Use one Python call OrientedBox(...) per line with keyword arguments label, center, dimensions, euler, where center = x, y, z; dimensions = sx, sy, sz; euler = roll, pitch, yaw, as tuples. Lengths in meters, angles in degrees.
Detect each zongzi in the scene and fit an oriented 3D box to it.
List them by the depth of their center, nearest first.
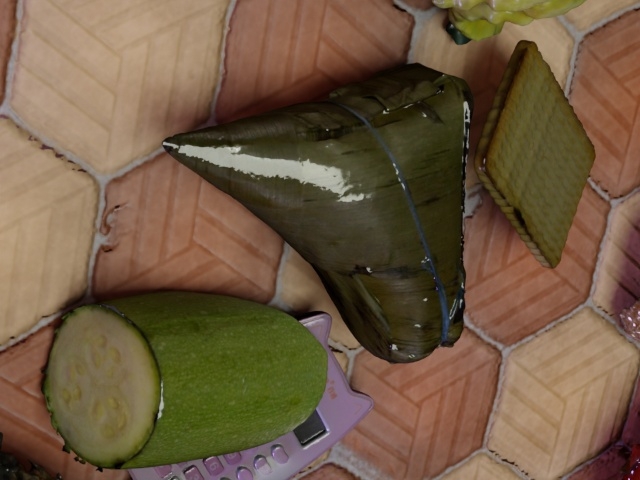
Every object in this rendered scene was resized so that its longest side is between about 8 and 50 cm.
OrientedBox(label="zongzi", center=(0.000, 0.000, 1.520), dimensions=(0.360, 0.160, 0.323), euler=(-16, 109, -36))

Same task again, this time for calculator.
OrientedBox(label="calculator", center=(-0.091, 0.207, 1.655), dimensions=(0.294, 0.043, 0.194), euler=(-32, 122, -9))

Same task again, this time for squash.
OrientedBox(label="squash", center=(-0.143, 0.146, 1.576), dimensions=(0.260, 0.189, 0.189), euler=(-5, 114, -51))

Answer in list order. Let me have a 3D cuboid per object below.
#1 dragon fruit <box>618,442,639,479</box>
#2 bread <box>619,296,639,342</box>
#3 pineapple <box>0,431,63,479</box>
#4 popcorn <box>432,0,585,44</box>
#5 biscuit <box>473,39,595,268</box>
OrientedBox(label="dragon fruit", center=(0.525, 0.353, 1.893), dimensions=(0.295, 0.295, 0.302), euler=(33, 73, -33))
OrientedBox(label="bread", center=(0.498, 0.012, 1.793), dimensions=(0.171, 0.192, 0.314), euler=(22, 98, -34))
OrientedBox(label="pineapple", center=(-0.326, 0.282, 1.484), dimensions=(0.202, 0.202, 0.362), euler=(-29, 107, -15))
OrientedBox(label="popcorn", center=(0.205, -0.344, 1.475), dimensions=(0.293, 0.237, 0.293), euler=(-11, 112, -28))
OrientedBox(label="biscuit", center=(0.242, -0.093, 1.646), dimensions=(0.254, 0.029, 0.172), euler=(48, 58, -51))
